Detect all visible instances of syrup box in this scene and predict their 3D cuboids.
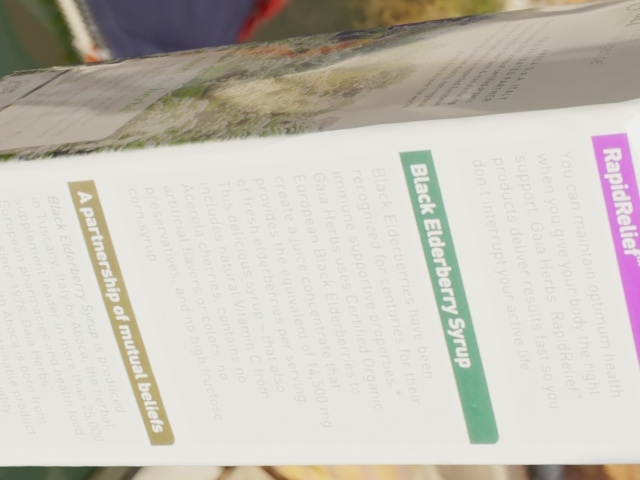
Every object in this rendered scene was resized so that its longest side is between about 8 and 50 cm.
[{"bbox_3d":[0.000,0.000,0.499,0.093,0.237,0.096,-45,127,-55],"label":"syrup box"}]
